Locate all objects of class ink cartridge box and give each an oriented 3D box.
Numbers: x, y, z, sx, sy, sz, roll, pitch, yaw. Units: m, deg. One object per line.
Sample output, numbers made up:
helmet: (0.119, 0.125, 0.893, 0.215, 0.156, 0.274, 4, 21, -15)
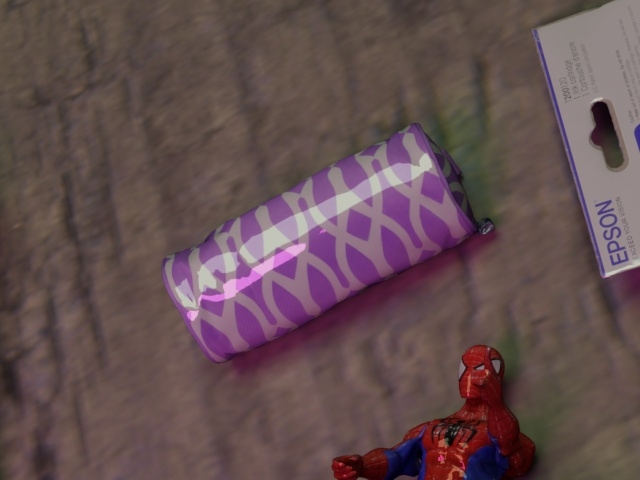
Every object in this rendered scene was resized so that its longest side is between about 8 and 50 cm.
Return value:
ink cartridge box: (0.251, -0.082, 1.199, 0.208, 0.045, 0.206, -19, 53, 13)

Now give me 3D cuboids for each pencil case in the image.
pencil case: (0.000, 0.000, 1.248, 0.206, 0.086, 0.088, -26, 17, 6)

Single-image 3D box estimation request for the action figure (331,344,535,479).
action figure: (0.050, 0.166, 1.082, 0.091, 0.139, 0.280, 3, 58, 27)
